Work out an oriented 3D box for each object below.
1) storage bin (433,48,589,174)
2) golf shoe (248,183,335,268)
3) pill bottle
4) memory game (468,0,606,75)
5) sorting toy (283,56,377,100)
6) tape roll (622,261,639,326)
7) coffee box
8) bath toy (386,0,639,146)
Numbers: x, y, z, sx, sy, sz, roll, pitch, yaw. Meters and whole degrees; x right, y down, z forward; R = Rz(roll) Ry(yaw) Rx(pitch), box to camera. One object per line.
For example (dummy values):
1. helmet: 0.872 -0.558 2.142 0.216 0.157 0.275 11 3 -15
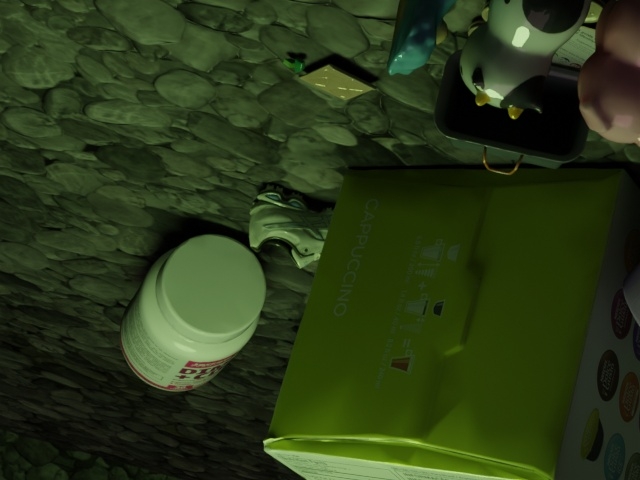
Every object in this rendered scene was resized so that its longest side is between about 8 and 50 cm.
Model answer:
1. storage bin: 0.173 -0.104 1.415 0.135 0.098 0.091 13 170 8
2. golf shoe: 0.000 0.000 1.829 0.176 0.086 0.069 14 157 0
3. pill bottle: -0.169 0.096 2.078 0.160 0.160 0.283 19 159 -9
4. memory game: 0.219 -0.166 1.362 0.186 0.012 0.186 14 159 5
5. sorting toy: 0.007 -0.161 1.519 0.083 0.012 0.062 24 163 -29
6. tape roll: 0.421 0.096 1.491 0.275 0.275 0.090 28 115 -29
7. coffee box: 0.196 0.140 1.694 0.338 0.337 0.334 2 155 34
8. bath toy: 0.232 -0.138 1.237 0.348 0.129 0.151 16 147 -6
